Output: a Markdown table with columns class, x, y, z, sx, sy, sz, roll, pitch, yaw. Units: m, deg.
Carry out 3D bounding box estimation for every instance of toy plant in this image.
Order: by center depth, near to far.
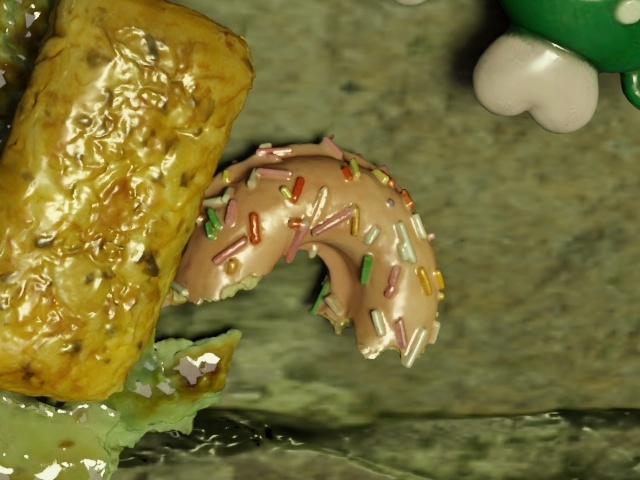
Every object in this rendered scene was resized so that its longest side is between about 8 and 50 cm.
| class | x | y | z | sx | sy | sz | roll | pitch | yaw |
| --- | --- | --- | --- | --- | --- | --- | --- | --- | --- |
| toy plant | 0.143 | -0.178 | 0.748 | 0.232 | 0.112 | 0.243 | -42 | 105 | 4 |

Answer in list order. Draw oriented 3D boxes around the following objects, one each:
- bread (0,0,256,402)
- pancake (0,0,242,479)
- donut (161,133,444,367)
| class | x | y | z | sx | sy | sz | roll | pitch | yaw |
| --- | --- | --- | --- | --- | --- | --- | --- | --- | --- |
| bread | -0.114 | -0.022 | 0.733 | 0.114 | 0.083 | 0.211 | 18 | 98 | -27 |
| pancake | -0.224 | -0.003 | 0.764 | 0.304 | 0.067 | 0.427 | -21 | 110 | -5 |
| donut | 0.000 | 0.000 | 0.798 | 0.166 | 0.065 | 0.117 | 10 | 95 | -23 |
